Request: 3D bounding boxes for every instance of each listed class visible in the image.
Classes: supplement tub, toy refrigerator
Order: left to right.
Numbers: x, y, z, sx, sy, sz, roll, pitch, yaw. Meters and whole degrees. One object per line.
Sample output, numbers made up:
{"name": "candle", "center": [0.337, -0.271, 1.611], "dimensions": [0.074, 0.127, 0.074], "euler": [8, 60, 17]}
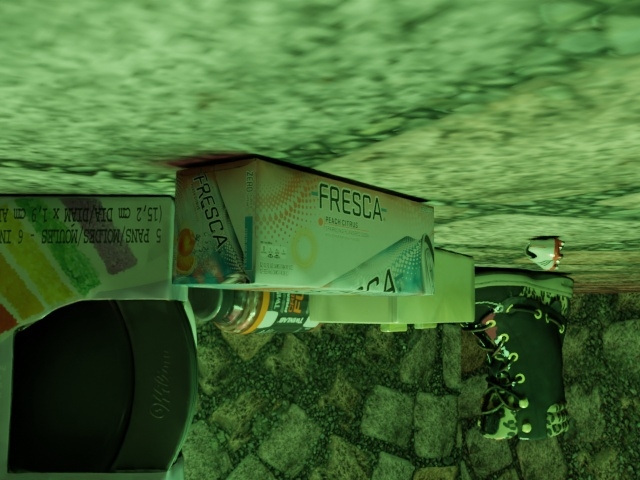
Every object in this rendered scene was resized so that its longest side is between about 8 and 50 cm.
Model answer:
{"name": "supplement tub", "center": [-0.081, 0.075, 1.005], "dimensions": [0.106, 0.106, 0.198], "euler": [-4, 173, 42]}
{"name": "toy refrigerator", "center": [0.094, 0.058, 0.865], "dimensions": [0.102, 0.094, 0.269], "euler": [-2, 173, 27]}

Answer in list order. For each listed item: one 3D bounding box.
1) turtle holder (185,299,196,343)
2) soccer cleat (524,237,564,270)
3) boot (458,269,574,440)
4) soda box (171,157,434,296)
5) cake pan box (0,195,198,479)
{"name": "turtle holder", "center": [-0.279, 0.120, 0.782], "dimensions": [0.228, 0.243, 0.320], "euler": [-15, 169, -44]}
{"name": "soccer cleat", "center": [0.221, 0.012, 0.735], "dimensions": [0.036, 0.029, 0.083], "euler": [8, 173, 14]}
{"name": "boot", "center": [0.302, 0.195, 1.263], "dimensions": [0.378, 0.284, 0.138], "euler": [4, 173, -40]}
{"name": "soda box", "center": [0.000, 0.000, 0.430], "dimensions": [0.058, 0.062, 0.183], "euler": [-4, 173, 36]}
{"name": "cake pan box", "center": [-0.213, 0.094, 0.488], "dimensions": [0.267, 0.245, 0.070], "euler": [1, 175, 0]}
